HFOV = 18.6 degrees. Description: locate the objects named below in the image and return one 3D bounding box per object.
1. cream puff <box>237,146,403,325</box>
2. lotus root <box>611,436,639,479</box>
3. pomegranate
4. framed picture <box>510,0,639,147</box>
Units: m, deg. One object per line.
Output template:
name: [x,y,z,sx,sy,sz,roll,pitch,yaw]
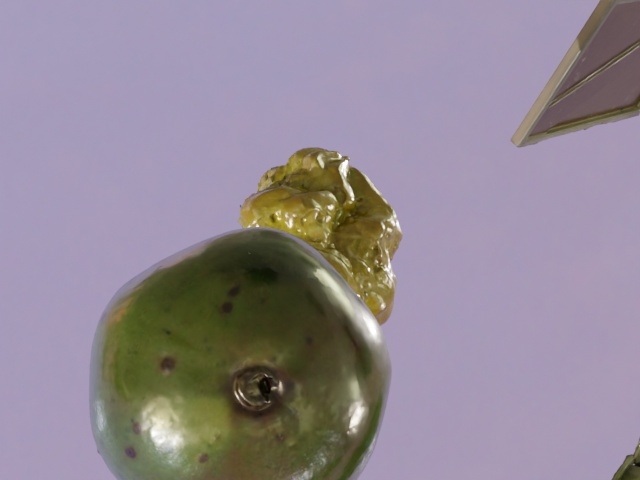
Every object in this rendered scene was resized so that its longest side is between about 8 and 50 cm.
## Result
cream puff: [0.000,-0.001,1.516,0.121,0.156,0.156,0,-146,16]
lotus root: [0.227,0.231,1.325,0.119,0.138,0.235,24,-123,21]
pomegranate: [-0.052,0.084,1.186,0.187,0.187,0.225,5,-178,-7]
framed picture: [0.298,-0.179,1.917,0.016,0.184,0.250,45,-146,22]
